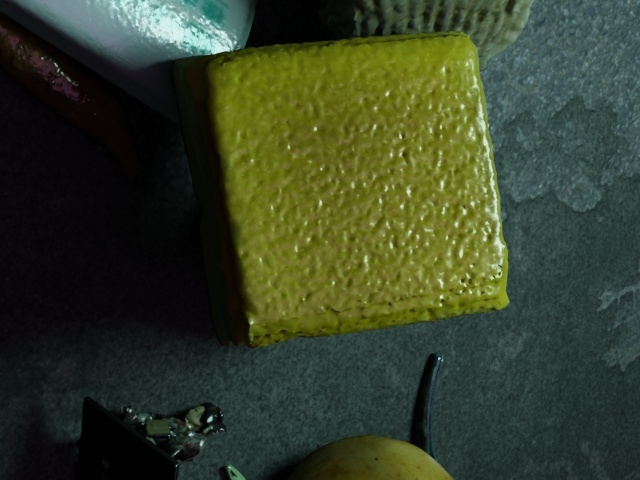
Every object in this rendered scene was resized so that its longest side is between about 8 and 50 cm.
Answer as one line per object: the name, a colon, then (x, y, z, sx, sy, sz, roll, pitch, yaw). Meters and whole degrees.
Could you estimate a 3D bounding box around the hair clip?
hair clip: (0.169, 0.287, 1.760, 0.070, 0.039, 0.230, -9, 108, -33)

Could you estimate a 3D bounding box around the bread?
bread: (0.023, -0.061, 1.240, 0.333, 0.143, 0.324, -7, 90, -14)

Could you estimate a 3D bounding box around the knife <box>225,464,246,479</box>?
knife: (-0.091, 0.387, 1.610, 0.030, 0.014, 0.207, -43, 126, -23)

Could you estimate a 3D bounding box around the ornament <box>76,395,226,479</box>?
ornament: (-0.187, 0.244, 1.428, 0.196, 0.166, 0.153, -32, 144, -47)

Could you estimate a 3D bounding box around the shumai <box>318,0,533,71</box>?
shumai: (0.104, -0.361, 1.371, 0.267, 0.262, 0.314, -24, 160, 6)

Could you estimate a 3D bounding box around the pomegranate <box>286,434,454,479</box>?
pomegranate: (0.076, 0.417, 1.567, 0.307, 0.307, 0.307, -12, 110, -34)

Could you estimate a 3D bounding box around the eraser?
eraser: (-0.217, -0.275, 1.254, 0.290, 0.104, 0.189, 31, 73, -37)

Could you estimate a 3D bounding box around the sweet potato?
sweet potato: (-0.294, -0.179, 1.251, 0.314, 0.072, 0.066, 42, 65, -39)
